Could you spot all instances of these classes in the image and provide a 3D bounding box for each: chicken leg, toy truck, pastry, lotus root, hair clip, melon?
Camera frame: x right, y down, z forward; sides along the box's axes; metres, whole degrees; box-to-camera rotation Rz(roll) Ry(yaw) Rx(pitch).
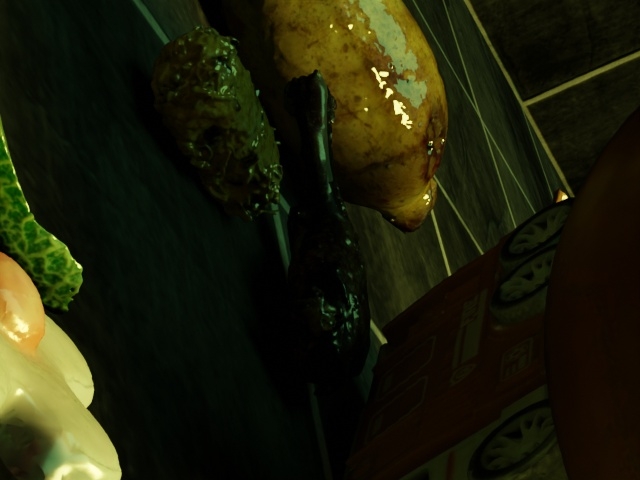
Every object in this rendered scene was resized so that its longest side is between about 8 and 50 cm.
[{"bbox_3d":[0.000,0.000,1.195,0.106,0.051,0.253,79,4,-45],"label":"chicken leg"},{"bbox_3d":[0.114,0.140,1.114,0.173,0.207,0.387,52,22,-14],"label":"toy truck"},{"bbox_3d":[-0.060,-0.071,1.124,0.140,0.056,0.080,70,10,-52],"label":"pastry"},{"bbox_3d":[0.019,-0.115,1.373,0.145,0.128,0.260,-109,173,-70],"label":"lotus root"},{"bbox_3d":[-0.149,-0.017,0.613,0.257,0.075,0.146,64,16,10],"label":"hair clip"},{"bbox_3d":[-0.158,-0.091,0.807,0.114,0.053,0.261,107,-35,-80],"label":"melon"}]

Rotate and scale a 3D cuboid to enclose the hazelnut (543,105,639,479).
[{"bbox_3d":[0.279,0.068,0.873,0.365,0.366,0.366,61,13,-25],"label":"hazelnut"}]
